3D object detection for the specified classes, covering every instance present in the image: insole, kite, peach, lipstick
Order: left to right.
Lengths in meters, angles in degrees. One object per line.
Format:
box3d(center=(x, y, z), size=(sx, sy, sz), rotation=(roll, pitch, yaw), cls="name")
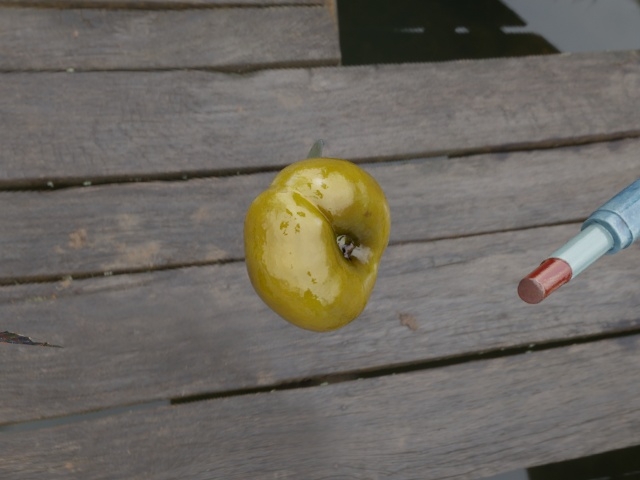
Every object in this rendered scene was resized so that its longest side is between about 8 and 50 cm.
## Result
box3d(center=(-0.507, 0.131, 1.025), size=(0.241, 0.183, 0.014), rotation=(26, 61, -29), cls="kite")
box3d(center=(-0.024, -0.103, 1.230), size=(0.007, 0.109, 0.322), rotation=(26, 28, -11), cls="insole")
box3d(center=(0.000, 0.000, 0.698), size=(0.179, 0.103, 0.179), rotation=(-4, 95, -51), cls="peach")
box3d(center=(0.358, -0.005, 0.890), size=(0.274, 0.068, 0.061), rotation=(-33, 92, -19), cls="lipstick")
